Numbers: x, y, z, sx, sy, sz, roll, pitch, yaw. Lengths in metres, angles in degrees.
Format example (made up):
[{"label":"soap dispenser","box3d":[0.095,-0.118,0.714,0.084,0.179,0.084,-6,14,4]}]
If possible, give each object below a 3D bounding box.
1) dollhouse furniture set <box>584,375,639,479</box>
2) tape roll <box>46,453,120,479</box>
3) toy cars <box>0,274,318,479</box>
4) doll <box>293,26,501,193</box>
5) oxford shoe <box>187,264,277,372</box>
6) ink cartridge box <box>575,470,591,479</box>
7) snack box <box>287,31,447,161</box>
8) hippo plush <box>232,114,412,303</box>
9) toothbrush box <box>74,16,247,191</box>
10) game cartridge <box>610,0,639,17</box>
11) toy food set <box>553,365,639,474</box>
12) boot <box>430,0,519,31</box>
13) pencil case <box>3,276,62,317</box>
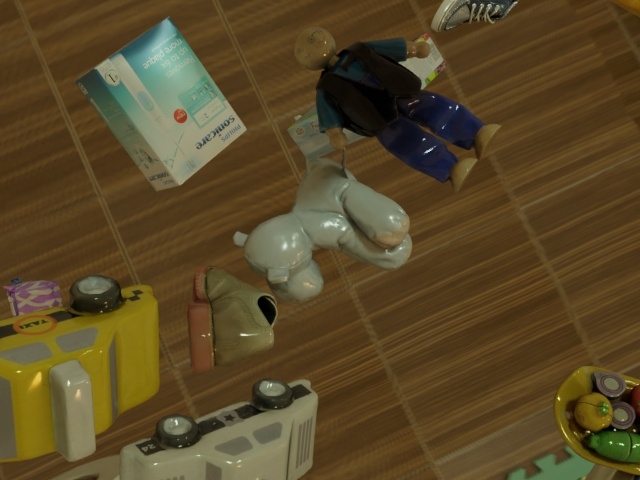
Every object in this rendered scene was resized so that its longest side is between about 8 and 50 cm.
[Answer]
[{"label":"dollhouse furniture set","box3d":[0.543,0.391,1.313,0.198,0.303,0.286,-48,125,-23]},{"label":"tape roll","box3d":[-0.360,0.450,1.307,0.246,0.246,0.169,-23,95,-5]},{"label":"toy cars","box3d":[-0.120,0.143,0.647,0.087,0.394,0.176,30,83,43]},{"label":"doll","box3d":[0.058,-0.123,0.750,0.189,0.046,0.129,34,75,9]},{"label":"oxford shoe","box3d":[-0.149,0.132,1.523,0.147,0.397,0.140,-3,105,-5]},{"label":"ink cartridge box","box3d":[0.583,0.542,1.722,0.189,0.097,0.255,41,115,-9]},{"label":"snack box","box3d":[0.072,-0.222,1.366,0.070,0.174,0.207,54,51,-15]},{"label":"hippo plush","box3d":[0.000,0.000,1.493,0.236,0.294,0.234,-44,49,-16]},{"label":"toothbrush box","box3d":[-0.337,-0.286,1.884,0.216,0.126,0.295,-43,111,-29]},{"label":"game cartridge","box3d":[0.039,-0.233,0.471,0.324,0.285,0.052,22,117,-16]},{"label":"toy food set","box3d":[0.408,0.226,1.115,0.218,0.071,0.128,16,63,-11]},{"label":"boot","box3d":[0.283,-0.418,1.580,0.086,0.069,0.190,38,62,15]},{"label":"pencil case","box3d":[-0.459,0.162,1.435,0.086,0.088,0.206,-4,98,32]}]
